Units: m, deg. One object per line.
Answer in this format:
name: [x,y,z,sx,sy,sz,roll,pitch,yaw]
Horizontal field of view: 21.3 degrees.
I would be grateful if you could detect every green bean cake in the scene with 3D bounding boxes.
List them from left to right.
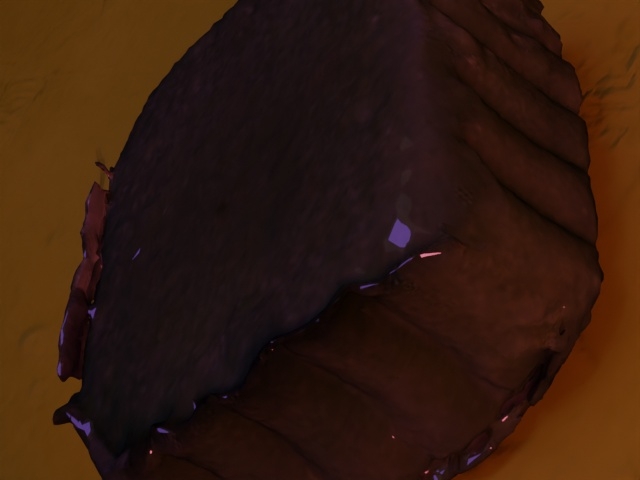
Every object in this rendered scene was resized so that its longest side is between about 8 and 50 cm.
green bean cake: [0.000,0.000,0.689,0.222,0.125,0.227,-34,35,33]
